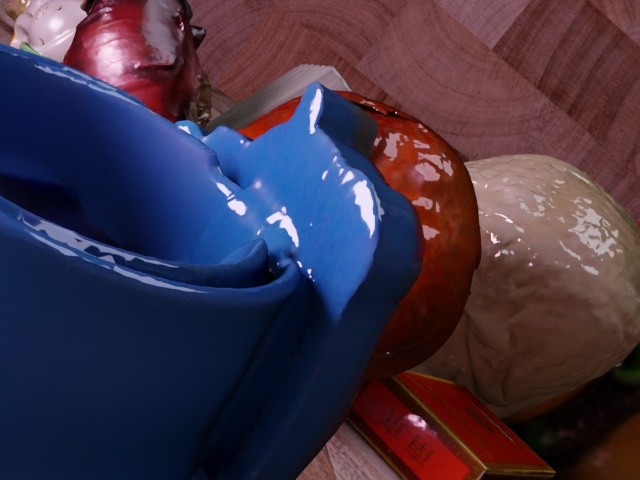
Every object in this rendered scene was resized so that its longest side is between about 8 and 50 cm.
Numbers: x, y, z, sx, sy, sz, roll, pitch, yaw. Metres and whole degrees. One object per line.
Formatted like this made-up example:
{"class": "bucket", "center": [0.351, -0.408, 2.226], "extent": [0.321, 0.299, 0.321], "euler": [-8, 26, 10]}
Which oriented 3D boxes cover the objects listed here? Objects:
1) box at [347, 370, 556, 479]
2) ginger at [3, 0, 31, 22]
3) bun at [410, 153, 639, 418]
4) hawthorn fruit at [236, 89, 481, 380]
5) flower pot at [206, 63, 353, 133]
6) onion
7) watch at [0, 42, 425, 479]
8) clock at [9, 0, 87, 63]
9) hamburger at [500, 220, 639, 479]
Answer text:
{"class": "box", "center": [0.135, 0.207, 1.018], "extent": [0.153, 0.074, 0.239], "euler": [38, 7, 30]}
{"class": "ginger", "center": [-0.364, -0.303, 1.547], "extent": [0.263, 0.109, 0.116], "euler": [39, -20, 2]}
{"class": "bun", "center": [0.212, 0.045, 1.223], "extent": [0.352, 0.349, 0.227], "euler": [31, -2, 45]}
{"class": "hawthorn fruit", "center": [0.000, 0.000, 0.949], "extent": [0.276, 0.276, 0.307], "euler": [38, -9, -6]}
{"class": "flower pot", "center": [-0.027, -0.081, 1.225], "extent": [0.209, 0.189, 0.239], "euler": [59, -11, -18]}
{"class": "onion", "center": [-0.213, -0.156, 1.064], "extent": [0.195, 0.272, 0.272], "euler": [-6, 17, -8]}
{"class": "watch", "center": [-0.132, -0.010, 0.522], "extent": [0.274, 0.241, 0.305], "euler": [14, 21, -39]}
{"class": "clock", "center": [-0.326, -0.247, 1.244], "extent": [0.103, 0.144, 0.231], "euler": [36, 7, -33]}
{"class": "hamburger", "center": [0.415, 0.152, 1.408], "extent": [0.277, 0.396, 0.396], "euler": [42, 7, 1]}
